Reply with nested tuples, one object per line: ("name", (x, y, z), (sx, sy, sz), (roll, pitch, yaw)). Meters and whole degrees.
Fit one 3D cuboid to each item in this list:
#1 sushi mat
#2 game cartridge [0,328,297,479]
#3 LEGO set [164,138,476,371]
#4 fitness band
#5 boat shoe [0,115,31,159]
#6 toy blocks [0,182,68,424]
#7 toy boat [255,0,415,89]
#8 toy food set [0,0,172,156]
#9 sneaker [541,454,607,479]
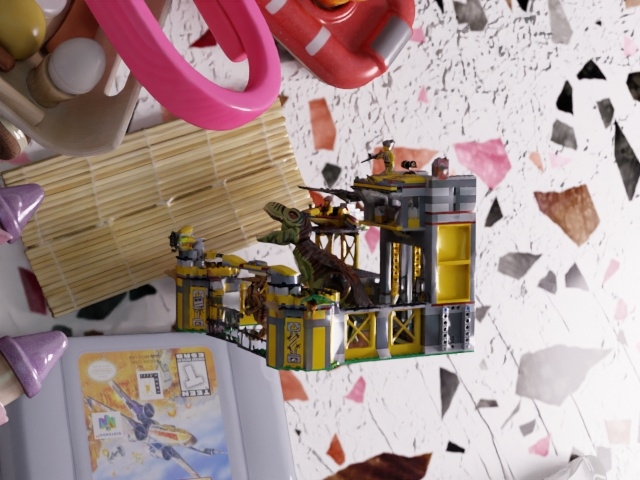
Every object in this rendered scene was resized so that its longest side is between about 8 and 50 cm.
("sushi mat", (-0.156, -0.042, 1.484), (0.317, 0.019, 0.151), (-20, 98, -27))
("game cartridge", (-0.166, 0.188, 1.421), (0.297, 0.062, 0.198), (-1, 67, -28))
("LEGO set", (0.000, 0.000, 1.381), (0.255, 0.331, 0.192), (-2, 96, -19))
("fitness band", (-0.144, -0.235, 1.395), (0.290, 0.054, 0.209), (57, 28, 2))
("boat shoe", (-0.338, -0.198, 1.356), (0.095, 0.095, 0.257), (-44, 107, -29))
("toy blocks", (-0.346, 0.006, 1.229), (0.260, 0.288, 0.309), (-33, 100, -17))
("toy boat", (0.015, -0.270, 1.511), (0.231, 0.151, 0.151), (42, 69, -20))
("toy food set", (-0.275, -0.243, 1.323), (0.306, 0.092, 0.219), (41, 43, -30))
("sneaker", (0.275, 0.285, 1.683), (0.152, 0.061, 0.053), (-16, 88, -47))
